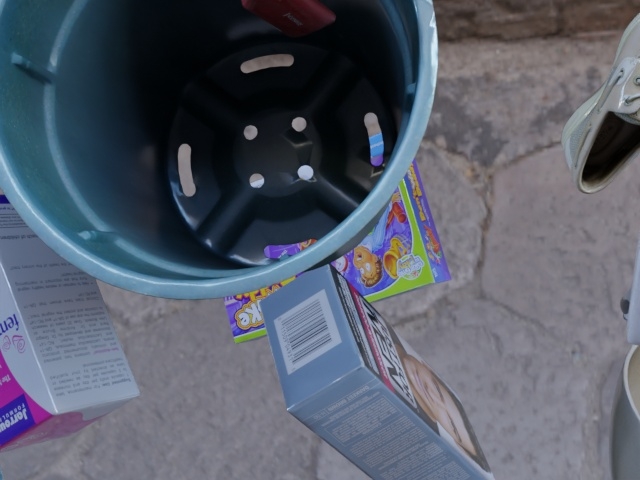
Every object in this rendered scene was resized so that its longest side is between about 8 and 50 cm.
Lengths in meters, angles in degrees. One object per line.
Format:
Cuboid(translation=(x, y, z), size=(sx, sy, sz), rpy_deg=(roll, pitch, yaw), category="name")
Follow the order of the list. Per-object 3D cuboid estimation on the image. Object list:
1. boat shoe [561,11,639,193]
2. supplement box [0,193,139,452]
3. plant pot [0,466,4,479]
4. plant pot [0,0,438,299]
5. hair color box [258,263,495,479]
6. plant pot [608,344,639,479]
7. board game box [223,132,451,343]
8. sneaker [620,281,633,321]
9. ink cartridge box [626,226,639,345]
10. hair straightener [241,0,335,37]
Cuboid(translation=(0.396, -0.177, 1.246), size=(0.109, 0.302, 0.098), rpy_deg=(18, 46, -14), category="boat shoe")
Cuboid(translation=(-0.281, 0.077, 0.979), size=(0.111, 0.114, 0.220), rpy_deg=(-32, 76, 29), category="supplement box")
Cuboid(translation=(-0.328, 0.178, 0.466), size=(0.272, 0.255, 0.271), rpy_deg=(-32, 43, 36), category="plant pot")
Cuboid(translation=(-0.064, -0.109, 0.891), size=(0.341, 0.334, 0.341), rpy_deg=(-1, 83, 8), category="plant pot")
Cuboid(translation=(0.082, 0.210, 1.335), size=(0.114, 0.374, 0.185), rpy_deg=(-32, 42, 12), category="hair color box")
Cuboid(translation=(0.389, 0.235, 0.947), size=(0.284, 0.190, 0.284), rpy_deg=(8, 33, -6), category="plant pot")
Cuboid(translation=(0.000, 0.000, 1.567), size=(0.347, 0.078, 0.233), rpy_deg=(-20, 83, 25), category="board game box")
Cuboid(translation=(0.412, 0.011, 1.153), size=(0.100, 0.271, 0.108), rpy_deg=(-17, 66, -19), category="sneaker")
Cuboid(translation=(0.282, -0.034, 0.436), size=(0.273, 0.198, 0.114), rpy_deg=(9, 40, 18), category="ink cartridge box")
Cuboid(translation=(-0.057, -0.197, 0.665), size=(0.047, 0.230, 0.089), rpy_deg=(-17, 83, 24), category="hair straightener")
